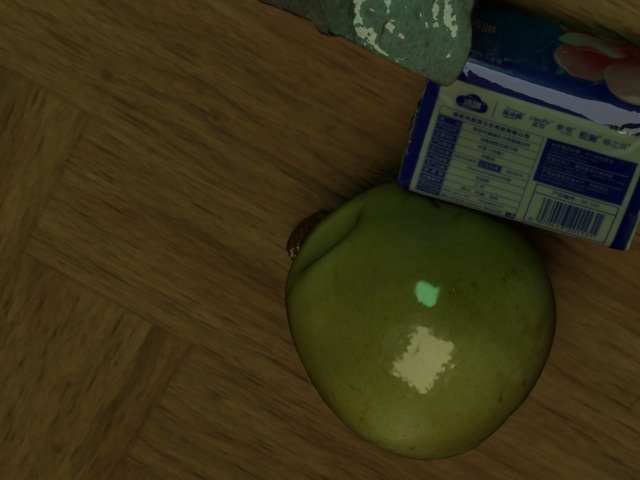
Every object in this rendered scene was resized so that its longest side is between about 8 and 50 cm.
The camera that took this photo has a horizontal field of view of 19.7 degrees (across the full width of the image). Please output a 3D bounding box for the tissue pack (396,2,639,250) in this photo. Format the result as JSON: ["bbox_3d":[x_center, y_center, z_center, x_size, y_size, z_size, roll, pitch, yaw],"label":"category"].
[{"bbox_3d":[0.235,-0.127,1.974,0.269,0.137,0.209,15,126,2],"label":"tissue pack"}]

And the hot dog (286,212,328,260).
[{"bbox_3d":[0.000,0.000,2.199,0.083,0.035,0.058,-28,114,32],"label":"hot dog"}]

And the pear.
[{"bbox_3d":[0.110,0.084,2.066,0.309,0.309,0.309,8,127,11],"label":"pear"}]

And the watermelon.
[{"bbox_3d":[0.077,-0.261,1.800,0.228,0.258,0.387,0,156,-33],"label":"watermelon"}]
